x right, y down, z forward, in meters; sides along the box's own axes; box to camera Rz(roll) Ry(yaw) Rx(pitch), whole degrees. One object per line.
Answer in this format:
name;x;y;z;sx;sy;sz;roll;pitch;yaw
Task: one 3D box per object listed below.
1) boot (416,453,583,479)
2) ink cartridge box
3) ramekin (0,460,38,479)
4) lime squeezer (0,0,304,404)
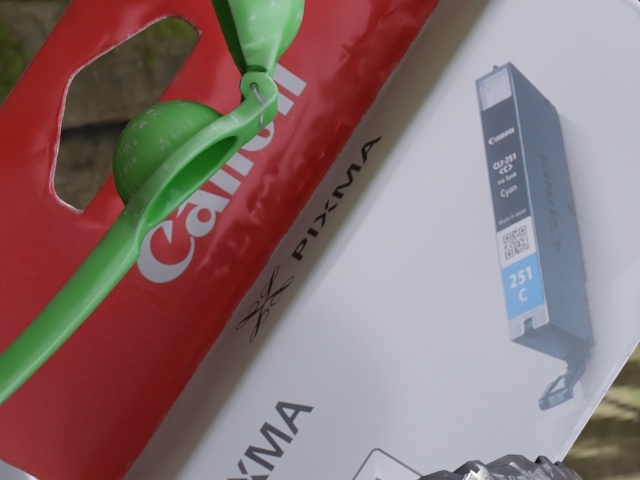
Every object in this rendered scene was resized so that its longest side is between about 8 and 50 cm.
boot;0.117;0.249;0.314;0.445;0.146;0.367;43;19;25
ink cartridge box;0.000;0.000;0.642;0.261;0.296;0.066;33;-2;-19
ramekin;-0.258;0.155;1.199;0.277;0.135;0.277;-19;90;-90
lime squeezer;-0.066;-0.059;0.577;0.059;0.110;0.310;166;-63;-70
